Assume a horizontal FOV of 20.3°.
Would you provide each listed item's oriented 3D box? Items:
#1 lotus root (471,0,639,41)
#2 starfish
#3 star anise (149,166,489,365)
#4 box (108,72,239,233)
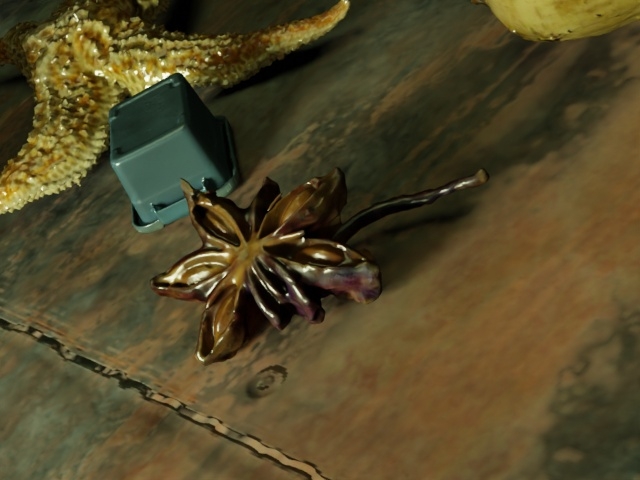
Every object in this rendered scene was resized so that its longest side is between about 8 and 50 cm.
[{"bbox_3d":[0.206,-0.215,1.009,0.284,0.146,0.160,-22,48,11],"label":"lotus root"},{"bbox_3d":[-0.149,-0.161,1.292,0.301,0.084,0.293,-33,33,5],"label":"starfish"},{"bbox_3d":[0.000,0.000,0.961,0.190,0.070,0.097,-21,60,13],"label":"star anise"},{"bbox_3d":[-0.097,-0.059,1.130,0.074,0.054,0.099,-25,31,7],"label":"box"}]
